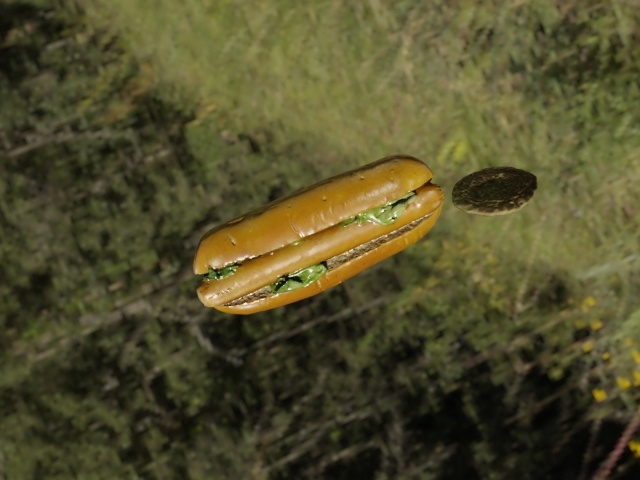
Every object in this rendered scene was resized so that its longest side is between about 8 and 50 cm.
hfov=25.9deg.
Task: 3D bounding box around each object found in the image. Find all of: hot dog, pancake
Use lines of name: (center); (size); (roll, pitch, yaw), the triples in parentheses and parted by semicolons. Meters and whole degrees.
hot dog: (0.000, 0.000, 1.302); (0.068, 0.249, 0.100); (-121, 8, -64)
pancake: (0.222, -0.065, 1.781); (0.115, 0.115, 0.011); (41, 149, 47)
